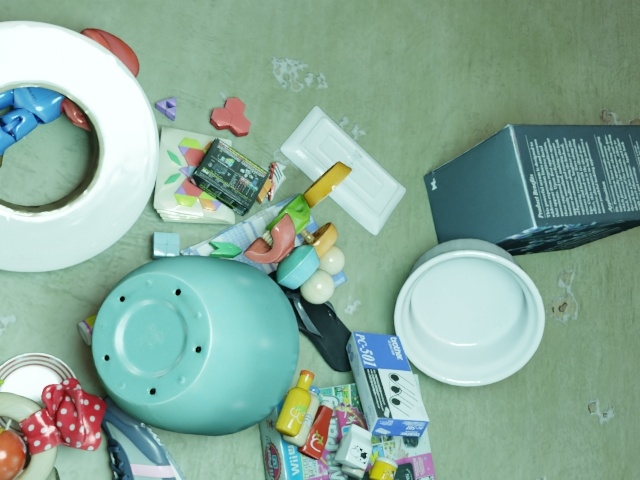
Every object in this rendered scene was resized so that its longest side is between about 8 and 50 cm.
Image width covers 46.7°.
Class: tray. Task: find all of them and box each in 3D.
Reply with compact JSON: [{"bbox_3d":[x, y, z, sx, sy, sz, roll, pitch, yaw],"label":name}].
[{"bbox_3d":[0.057,-0.149,1.536,0.270,0.030,0.145,42,61,-11],"label":"tray"}]

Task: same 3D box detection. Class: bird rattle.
[{"bbox_3d":[-0.456,0.286,1.090,0.253,0.143,0.207,20,87,-17],"label":"bird rattle"}]

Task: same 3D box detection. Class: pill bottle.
[{"bbox_3d":[-0.356,0.138,1.233,0.083,0.043,0.043,-27,89,-31],"label":"pill bottle"}]

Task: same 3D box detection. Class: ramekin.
[{"bbox_3d":[0.285,0.129,1.439,0.277,0.277,0.135,47,20,-8],"label":"ramekin"}]

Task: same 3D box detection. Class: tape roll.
[{"bbox_3d":[-0.450,-0.141,1.158,0.392,0.072,0.392,-7,106,-25],"label":"tape roll"}]

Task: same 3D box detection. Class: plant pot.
[{"bbox_3d":[-0.205,0.154,1.120,0.293,0.235,0.293,-3,79,15],"label":"plant pot"}]

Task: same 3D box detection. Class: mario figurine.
[{"bbox_3d":[-0.457,-0.243,1.270,0.320,0.170,0.198,-33,128,-20],"label":"mario figurine"}]

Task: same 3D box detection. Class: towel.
[{"bbox_3d":[-0.099,0.052,1.396,0.285,0.034,0.209,-29,91,-31],"label":"towel"}]

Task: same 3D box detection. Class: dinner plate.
[{"bbox_3d":[-0.453,0.248,1.168,0.141,0.017,0.141,7,73,-26],"label":"dinner plate"}]

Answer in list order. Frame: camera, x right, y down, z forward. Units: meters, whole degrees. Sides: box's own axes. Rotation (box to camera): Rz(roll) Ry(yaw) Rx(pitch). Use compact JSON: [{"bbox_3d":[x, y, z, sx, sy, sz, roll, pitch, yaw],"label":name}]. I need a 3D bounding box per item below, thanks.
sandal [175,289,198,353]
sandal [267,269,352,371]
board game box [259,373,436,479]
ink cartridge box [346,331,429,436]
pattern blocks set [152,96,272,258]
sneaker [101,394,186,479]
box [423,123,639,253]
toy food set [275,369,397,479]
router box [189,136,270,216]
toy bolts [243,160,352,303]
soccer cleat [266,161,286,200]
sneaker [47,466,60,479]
[{"bbox_3d":[-0.234,0.144,1.296,0.072,0.049,0.180,13,85,-18],"label":"sandal"},{"bbox_3d":[-0.005,0.143,1.383,0.254,0.054,0.097,45,62,-20],"label":"sandal"},{"bbox_3d":[0.049,0.376,1.345,0.303,0.097,0.224,-3,76,-27],"label":"board game box"},{"bbox_3d":[0.116,0.253,1.322,0.097,0.046,0.207,8,35,-17],"label":"ink cartridge box"},{"bbox_3d":[-0.227,-0.119,1.361,0.285,0.026,0.325,-6,72,-26],"label":"pattern blocks set"},{"bbox_3d":[-0.282,0.398,1.159,0.131,0.112,0.319,-33,90,-31],"label":"sneaker"},{"bbox_3d":[0.479,-0.099,1.586,0.395,0.293,0.212,-5,78,-28],"label":"box"},{"bbox_3d":[0.029,0.314,1.232,0.232,0.111,0.105,30,63,-16],"label":"toy food set"},{"bbox_3d":[-0.165,-0.115,1.349,0.122,0.038,0.092,34,58,-14],"label":"router box"},{"bbox_3d":[0.000,0.000,1.293,0.158,0.218,0.228,47,34,-7],"label":"toy bolts"},{"bbox_3d":[-0.086,-0.115,1.453,0.035,0.029,0.083,13,65,-19],"label":"soccer cleat"},{"bbox_3d":[-0.420,0.441,1.114,0.071,0.066,0.188,-9,74,-12],"label":"sneaker"}]
